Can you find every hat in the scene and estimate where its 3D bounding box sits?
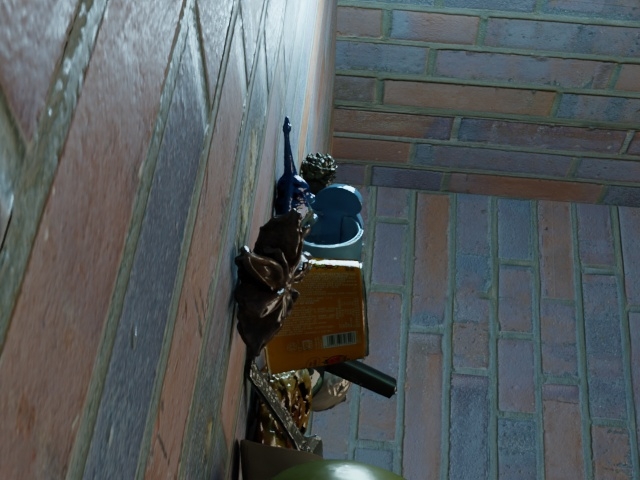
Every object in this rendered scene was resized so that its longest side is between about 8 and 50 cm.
[{"bbox_3d":[-0.063,0.425,1.424,0.164,0.219,0.226,-56,138,-41],"label":"hat"}]

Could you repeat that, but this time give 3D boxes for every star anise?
[{"bbox_3d":[-0.069,0.049,1.310,0.231,0.089,0.209,-40,147,-78],"label":"star anise"}]

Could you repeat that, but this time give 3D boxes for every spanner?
[{"bbox_3d":[-0.056,0.304,1.565,0.325,0.026,0.093,65,32,-40],"label":"spanner"}]

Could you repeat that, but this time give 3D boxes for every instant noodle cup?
[{"bbox_3d":[-0.011,0.118,1.555,0.216,0.172,0.216,176,-90,-90],"label":"instant noodle cup"}]

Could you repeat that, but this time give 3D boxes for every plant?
[{"bbox_3d":[-0.006,-0.155,2.327,0.092,0.094,0.143,-62,163,-56],"label":"plant"}]

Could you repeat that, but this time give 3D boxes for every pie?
[{"bbox_3d":[-0.075,0.339,1.700,0.308,0.085,0.308,7,90,-81],"label":"pie"}]

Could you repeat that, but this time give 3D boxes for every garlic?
[{"bbox_3d":[-0.019,0.269,2.154,0.143,0.178,0.229,51,11,-39],"label":"garlic"}]

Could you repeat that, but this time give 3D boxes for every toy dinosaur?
[{"bbox_3d":[-0.049,-0.061,1.735,0.144,0.076,0.329,-23,115,-80],"label":"toy dinosaur"}]

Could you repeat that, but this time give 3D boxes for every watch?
[{"bbox_3d":[0.000,0.000,1.995,0.193,0.211,0.211,-56,154,-55],"label":"watch"}]

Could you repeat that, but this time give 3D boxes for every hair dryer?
[{"bbox_3d":[0.037,0.301,1.996,0.116,0.302,0.244,-51,-158,41],"label":"hair dryer"}]

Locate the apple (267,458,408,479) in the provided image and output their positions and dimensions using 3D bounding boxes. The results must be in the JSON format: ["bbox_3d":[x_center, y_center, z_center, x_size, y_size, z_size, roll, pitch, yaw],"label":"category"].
[{"bbox_3d":[0.033,0.464,1.225,0.357,0.357,0.357,5,90,-87],"label":"apple"}]
